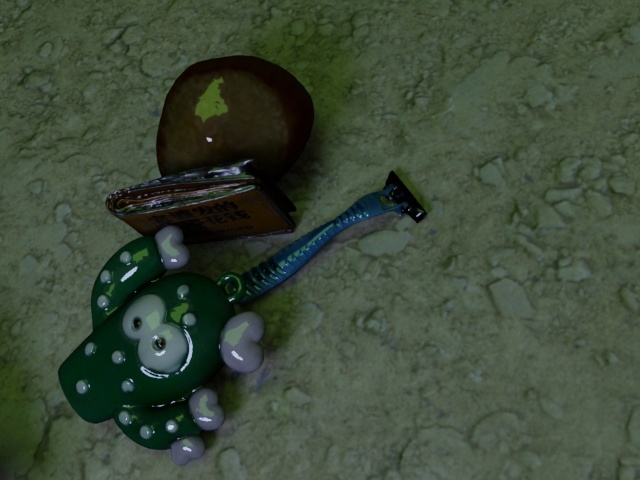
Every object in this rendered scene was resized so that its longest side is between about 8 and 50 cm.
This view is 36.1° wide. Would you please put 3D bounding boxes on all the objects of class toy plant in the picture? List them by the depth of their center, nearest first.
[{"bbox_3d":[-0.181,0.117,1.125,0.232,0.112,0.243,31,87,20],"label":"toy plant"}]

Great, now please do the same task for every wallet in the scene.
[{"bbox_3d":[-0.139,-0.033,1.181,0.195,0.161,0.042,-10,68,12],"label":"wallet"}]

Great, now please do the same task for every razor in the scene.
[{"bbox_3d":[0.000,0.000,1.190,0.253,0.042,0.082,-31,55,-3],"label":"razor"}]

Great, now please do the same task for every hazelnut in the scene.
[{"bbox_3d":[-0.118,-0.151,1.240,0.210,0.186,0.210,-9,69,25],"label":"hazelnut"}]
